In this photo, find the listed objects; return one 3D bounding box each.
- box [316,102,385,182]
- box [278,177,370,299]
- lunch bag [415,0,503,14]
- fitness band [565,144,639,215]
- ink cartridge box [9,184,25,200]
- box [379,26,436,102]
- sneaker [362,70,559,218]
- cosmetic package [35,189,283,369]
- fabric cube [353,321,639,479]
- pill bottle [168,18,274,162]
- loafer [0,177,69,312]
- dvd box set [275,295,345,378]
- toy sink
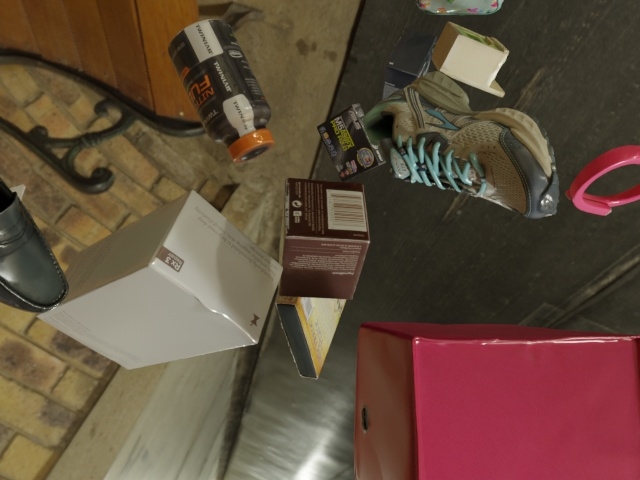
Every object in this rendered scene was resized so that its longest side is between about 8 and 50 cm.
[{"bbox_3d":[0.128,-0.409,2.120,0.216,0.060,0.270,-20,98,42],"label":"box"},{"bbox_3d":[0.000,0.000,1.060,0.167,0.168,0.203,3,139,-7],"label":"box"},{"bbox_3d":[0.369,-0.740,1.383,0.279,0.108,0.224,18,167,33],"label":"lunch bag"},{"bbox_3d":[0.766,-0.149,1.283,0.291,0.054,0.209,7,145,-32],"label":"fitness band"},{"bbox_3d":[-0.499,-0.042,0.653,0.180,0.104,0.060,-15,135,-2],"label":"ink cartridge box"},{"bbox_3d":[0.233,-0.451,1.345,0.093,0.156,0.158,22,156,12],"label":"box"},{"bbox_3d":[0.139,-0.091,0.554,0.122,0.283,0.110,-24,126,-7],"label":"sneaker"},{"bbox_3d":[-0.280,0.088,0.853,0.385,0.156,0.217,-19,130,35],"label":"cosmetic package"},{"bbox_3d":[0.191,0.232,0.601,0.259,0.254,0.258,2,174,-7],"label":"fabric cube"},{"bbox_3d":[-0.176,-0.272,0.938,0.130,0.130,0.246,-28,88,46],"label":"pill bottle"},{"bbox_3d":[-0.312,-0.016,0.463,0.078,0.076,0.223,-5,127,30],"label":"loafer"},{"bbox_3d":[0.001,0.144,1.474,0.062,0.420,0.307,2,130,20],"label":"dvd box set"},{"bbox_3d":[0.486,-0.567,1.553,0.234,0.153,0.131,17,125,-12],"label":"toy sink"}]
